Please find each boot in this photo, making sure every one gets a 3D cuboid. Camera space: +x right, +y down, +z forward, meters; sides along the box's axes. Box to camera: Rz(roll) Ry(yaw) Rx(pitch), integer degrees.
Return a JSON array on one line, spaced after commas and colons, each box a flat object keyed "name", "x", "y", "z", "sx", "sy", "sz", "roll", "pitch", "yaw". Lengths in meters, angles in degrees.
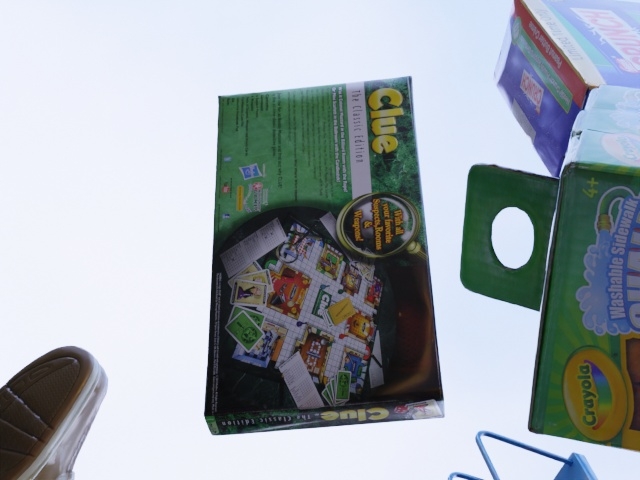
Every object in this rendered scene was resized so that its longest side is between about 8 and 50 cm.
[{"name": "boot", "x": -0.165, "y": 0.189, "z": 0.813, "sx": 0.077, "sy": 0.165, "sz": 0.213, "roll": 15, "pitch": -109, "yaw": 47}]

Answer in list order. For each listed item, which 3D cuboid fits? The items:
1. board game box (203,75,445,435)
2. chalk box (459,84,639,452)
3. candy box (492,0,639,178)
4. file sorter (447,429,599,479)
[{"name": "board game box", "x": 0.000, "y": 0.000, "z": 0.781, "sx": 0.136, "sy": 0.259, "sz": 0.030, "roll": -6, "pitch": -40, "yaw": 6}, {"name": "chalk box", "x": 0.226, "y": 0.018, "z": 0.772, "sx": 0.289, "sy": 0.179, "sz": 0.180, "roll": 8, "pitch": -66, "yaw": 15}, {"name": "candy box", "x": 0.367, "y": -0.150, "z": 1.300, "sx": 0.317, "sy": 0.268, "sz": 0.122, "roll": 3, "pitch": -59, "yaw": -10}, {"name": "file sorter", "x": 0.125, "y": 0.240, "z": 0.902, "sx": 0.104, "sy": 0.118, "sz": 0.170, "roll": 21, "pitch": -69, "yaw": -20}]
